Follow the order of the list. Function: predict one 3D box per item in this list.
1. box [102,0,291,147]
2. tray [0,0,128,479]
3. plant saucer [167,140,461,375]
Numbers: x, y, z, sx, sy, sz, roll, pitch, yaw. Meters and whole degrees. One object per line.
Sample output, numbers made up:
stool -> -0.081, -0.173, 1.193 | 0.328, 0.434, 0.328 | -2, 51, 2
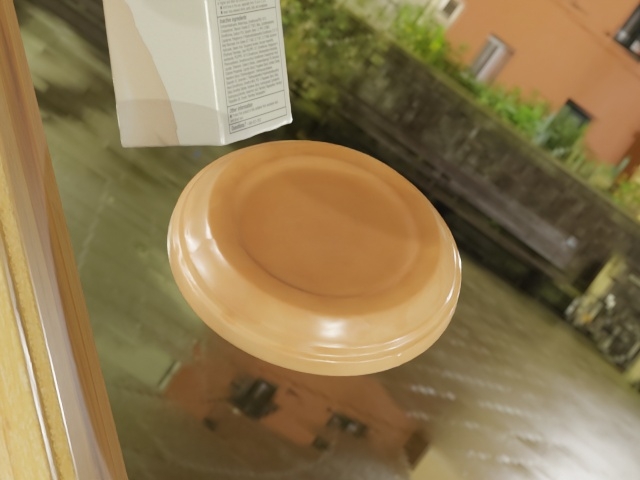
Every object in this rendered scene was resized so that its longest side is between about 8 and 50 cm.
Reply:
box -> -0.125, -0.253, 1.254 | 0.121, 0.311, 0.148 | 1, 13, 28
tray -> -0.140, -0.035, 0.460 | 0.203, 0.076, 0.410 | 102, -27, -77
plant saucer -> 0.000, 0.000, 0.862 | 0.200, 0.037, 0.200 | 9, 46, -10
